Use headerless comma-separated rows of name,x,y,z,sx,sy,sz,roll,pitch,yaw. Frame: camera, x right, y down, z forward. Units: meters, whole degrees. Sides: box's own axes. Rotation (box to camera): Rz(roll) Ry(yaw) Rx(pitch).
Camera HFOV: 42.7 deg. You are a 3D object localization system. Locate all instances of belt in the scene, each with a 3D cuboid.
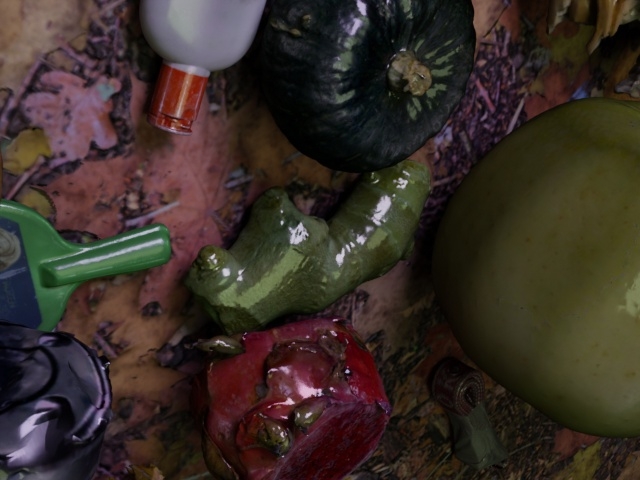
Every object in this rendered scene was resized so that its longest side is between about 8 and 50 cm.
belt,0.208,0.251,1.137,0.071,0.053,0.232,-45,132,-19

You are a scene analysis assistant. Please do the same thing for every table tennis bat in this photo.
table tennis bat,-0.248,0.030,0.692,0.257,0.039,0.161,-14,123,-28

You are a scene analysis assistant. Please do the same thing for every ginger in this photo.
ginger,-0.003,0.003,0.827,0.289,0.089,0.137,-18,99,-22

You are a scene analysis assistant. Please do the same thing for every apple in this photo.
apple,0.305,0.019,0.884,0.357,0.357,0.358,-17,123,-29

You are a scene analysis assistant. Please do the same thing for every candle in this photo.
candle,-0.290,0.226,0.663,0.187,0.187,0.330,1,121,-37

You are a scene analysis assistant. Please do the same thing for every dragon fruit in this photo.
dragon fruit,-0.032,0.184,0.819,0.211,0.147,0.282,-33,151,8

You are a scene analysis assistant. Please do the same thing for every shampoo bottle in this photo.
shampoo bottle,-0.095,-0.197,0.672,0.108,0.051,0.221,6,109,-41

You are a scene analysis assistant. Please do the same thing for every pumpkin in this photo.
pumpkin,0.046,-0.162,0.727,0.211,0.152,0.212,-33,137,-36

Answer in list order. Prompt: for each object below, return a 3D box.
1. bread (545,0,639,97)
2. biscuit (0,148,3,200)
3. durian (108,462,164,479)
bread,0.365,-0.319,0.858,0.314,0.191,0.370,-31,130,-21
biscuit,-0.393,-0.027,0.519,0.367,0.063,0.314,-17,118,-26
durian,-0.211,0.343,0.754,0.195,0.305,0.186,-11,121,-1
